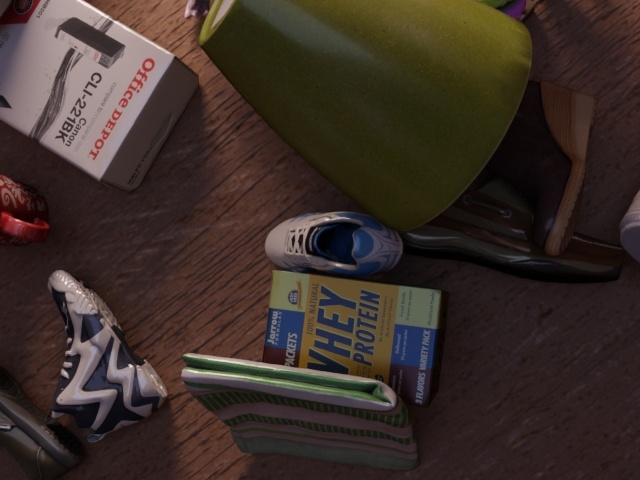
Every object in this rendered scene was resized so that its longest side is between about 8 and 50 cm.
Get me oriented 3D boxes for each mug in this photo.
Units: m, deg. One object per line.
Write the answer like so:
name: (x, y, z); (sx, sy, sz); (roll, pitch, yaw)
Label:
mug: (-0.438, -0.028, 1.259); (0.113, 0.169, 0.150); (-40, 81, 5)

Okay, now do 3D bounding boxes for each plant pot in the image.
plant pot: (0.028, -0.199, 1.018); (0.293, 0.275, 0.275); (29, 92, -20)

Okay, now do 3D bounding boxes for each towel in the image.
towel: (-0.013, 0.213, 1.094); (0.247, 0.325, 0.038); (5, 64, 11)

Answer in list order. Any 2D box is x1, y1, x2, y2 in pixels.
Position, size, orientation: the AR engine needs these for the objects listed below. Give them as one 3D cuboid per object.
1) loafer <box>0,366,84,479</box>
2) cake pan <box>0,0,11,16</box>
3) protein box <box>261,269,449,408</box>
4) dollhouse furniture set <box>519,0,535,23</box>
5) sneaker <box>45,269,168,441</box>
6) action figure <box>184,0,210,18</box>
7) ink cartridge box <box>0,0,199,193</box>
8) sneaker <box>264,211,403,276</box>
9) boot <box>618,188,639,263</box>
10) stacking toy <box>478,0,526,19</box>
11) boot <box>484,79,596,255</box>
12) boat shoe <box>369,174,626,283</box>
loafer: (-0.442, 0.245, 1.278); (0.251, 0.094, 0.087); (40, 89, 10)
cake pan: (-0.486, -0.370, 1.281); (0.293, 0.054, 0.293); (-21, 56, 34)
protein box: (0.049, 0.116, 1.144); (0.199, 0.201, 0.136); (6, 87, 11)
dollhouse furniture set: (0.239, -0.374, 1.183); (0.144, 0.123, 0.151); (43, 94, 10)
sneaker: (-0.333, 0.168, 1.263); (0.153, 0.094, 0.235); (-38, 91, -3)
action figure: (-0.108, -0.370, 1.163); (0.370, 0.248, 0.276); (40, 109, -6)
ink cartridge box: (-0.336, -0.219, 1.281); (0.272, 0.114, 0.197); (31, 91, 10)
sneaker: (0.000, 0.000, 1.172); (0.237, 0.086, 0.085); (1, 78, 50)
boot: (0.478, 0.020, 1.130); (0.258, 0.095, 0.123); (42, 59, -13)
stacking toy: (0.194, -0.314, 1.150); (0.175, 0.166, 0.302); (2, 127, 35)
boot: (0.216, -0.097, 1.129); (0.206, 0.090, 0.248); (9, 57, 15)
boat shoe: (0.218, -0.025, 1.167); (0.324, 0.122, 0.120); (12, 84, 10)
